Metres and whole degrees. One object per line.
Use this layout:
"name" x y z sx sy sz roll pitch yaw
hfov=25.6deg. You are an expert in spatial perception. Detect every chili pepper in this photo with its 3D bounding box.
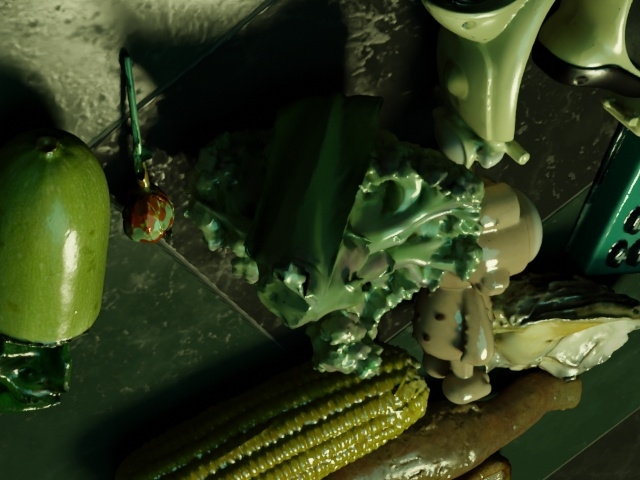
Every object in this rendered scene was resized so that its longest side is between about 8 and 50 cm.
"chili pepper" -0.327 0.107 1.233 0.253 0.083 0.099 14 112 -46

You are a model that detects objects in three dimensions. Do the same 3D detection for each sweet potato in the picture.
"sweet potato" 0.158 0.227 1.667 0.385 0.109 0.109 -17 138 -21

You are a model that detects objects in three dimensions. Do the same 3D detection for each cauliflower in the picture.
"cauliflower" 0.000 0.000 1.195 0.256 0.315 0.239 36 119 -3

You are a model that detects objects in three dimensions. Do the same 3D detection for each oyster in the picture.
"oyster" 0.282 0.096 1.614 0.275 0.100 0.271 -21 147 11

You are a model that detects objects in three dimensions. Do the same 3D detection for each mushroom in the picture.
"mushroom" 0.194 0.319 1.820 0.123 0.052 0.123 -26 142 -22

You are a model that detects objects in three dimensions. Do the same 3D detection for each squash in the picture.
"squash" -0.231 -0.012 1.150 0.123 0.123 0.187 -10 131 -27

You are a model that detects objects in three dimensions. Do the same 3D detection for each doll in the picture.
"doll" 0.140 0.035 1.417 0.119 0.154 0.278 -16 138 -19

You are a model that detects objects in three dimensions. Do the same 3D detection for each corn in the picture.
"corn" -0.050 0.211 1.490 0.344 0.131 0.131 -27 140 -12

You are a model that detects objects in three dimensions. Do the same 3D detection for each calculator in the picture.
"calculator" 0.426 -0.065 1.588 0.274 0.058 0.248 -4 131 -30

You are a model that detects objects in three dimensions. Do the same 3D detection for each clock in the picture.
"clock" 0.230 -0.195 1.282 0.378 0.120 0.277 -7 128 -30

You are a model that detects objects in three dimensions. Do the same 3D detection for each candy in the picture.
"candy" -0.154 -0.077 1.196 0.049 0.055 0.185 -19 129 -22
